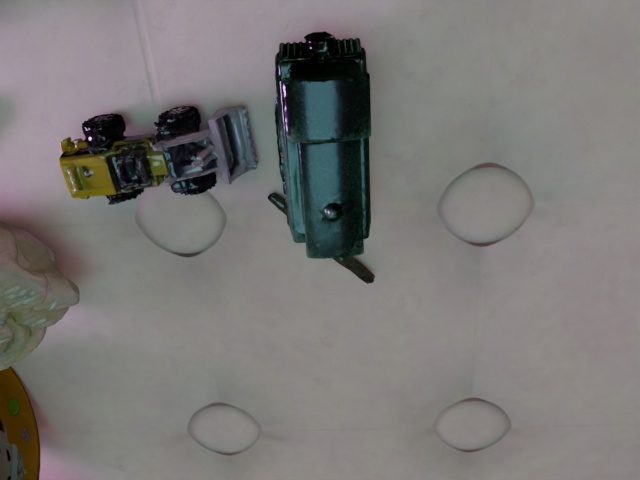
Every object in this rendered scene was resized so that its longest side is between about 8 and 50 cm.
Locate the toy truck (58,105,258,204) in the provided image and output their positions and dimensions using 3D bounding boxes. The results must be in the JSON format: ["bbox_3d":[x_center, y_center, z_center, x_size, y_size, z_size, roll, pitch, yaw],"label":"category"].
[{"bbox_3d":[-0.243,-0.122,1.010,0.286,0.111,0.136,-8,119,5],"label":"toy truck"}]

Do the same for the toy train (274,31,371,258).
[{"bbox_3d":[0.007,-0.118,0.946,0.139,0.178,0.330,-4,114,0],"label":"toy train"}]

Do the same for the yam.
[{"bbox_3d":[0.001,-0.001,1.123,0.234,0.029,0.027,40,88,-18],"label":"yam"}]

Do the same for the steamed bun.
[{"bbox_3d":[-0.571,0.069,1.104,0.268,0.207,0.280,-36,144,13],"label":"steamed bun"}]

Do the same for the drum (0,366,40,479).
[{"bbox_3d":[-0.703,0.383,1.171,0.214,0.431,0.431,-14,120,11],"label":"drum"}]
